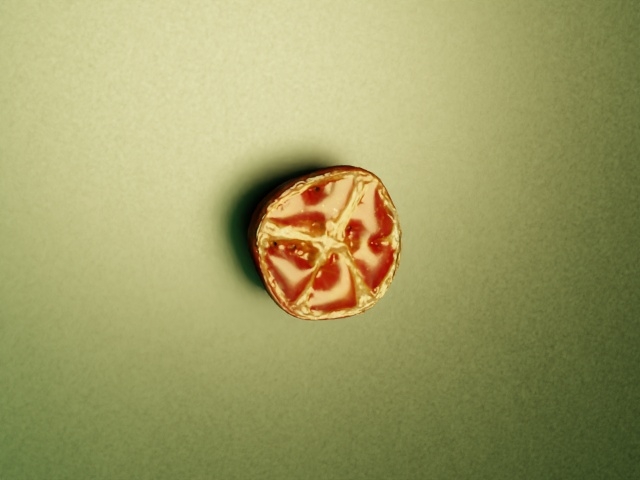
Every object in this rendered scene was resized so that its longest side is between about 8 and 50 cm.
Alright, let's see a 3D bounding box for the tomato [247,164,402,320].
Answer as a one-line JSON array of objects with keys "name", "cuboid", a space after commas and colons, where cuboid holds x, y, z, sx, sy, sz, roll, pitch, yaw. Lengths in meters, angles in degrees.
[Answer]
[{"name": "tomato", "cuboid": [0.000, 0.000, 1.905, 0.155, 0.069, 0.155, -5, 104, -21]}]
